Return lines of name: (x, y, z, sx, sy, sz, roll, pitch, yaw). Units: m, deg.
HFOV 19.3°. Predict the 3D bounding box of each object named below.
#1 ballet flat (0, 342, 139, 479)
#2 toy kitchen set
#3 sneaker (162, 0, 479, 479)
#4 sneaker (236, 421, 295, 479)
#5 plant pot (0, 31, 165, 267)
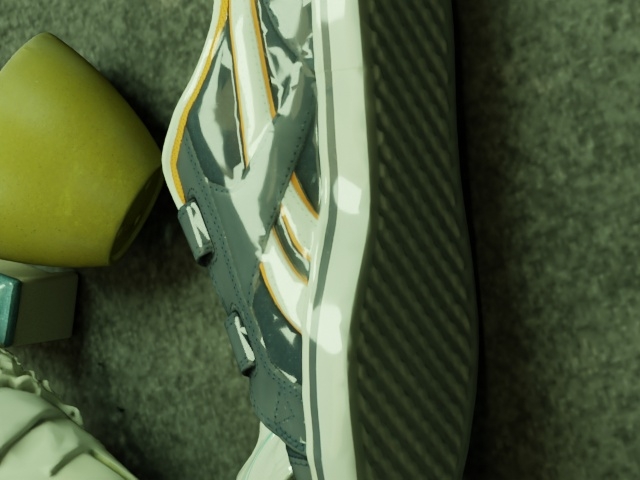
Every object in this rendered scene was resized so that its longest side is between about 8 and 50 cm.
ballet flat: (-0.124, 0.200, 1.033, 0.147, 0.147, 0.409, -25, 94, 37)
toy kitchen set: (-0.256, 0.103, 1.159, 0.166, 0.122, 0.207, 18, 104, 36)
sneaker: (0.000, 0.000, 0.953, 0.127, 0.126, 0.321, -6, 81, 35)
sneaker: (-0.027, 0.163, 1.037, 0.061, 0.054, 0.152, 53, 130, 50)
plant pot: (-0.144, -0.037, 1.072, 0.095, 0.134, 0.134, 28, 113, 4)
